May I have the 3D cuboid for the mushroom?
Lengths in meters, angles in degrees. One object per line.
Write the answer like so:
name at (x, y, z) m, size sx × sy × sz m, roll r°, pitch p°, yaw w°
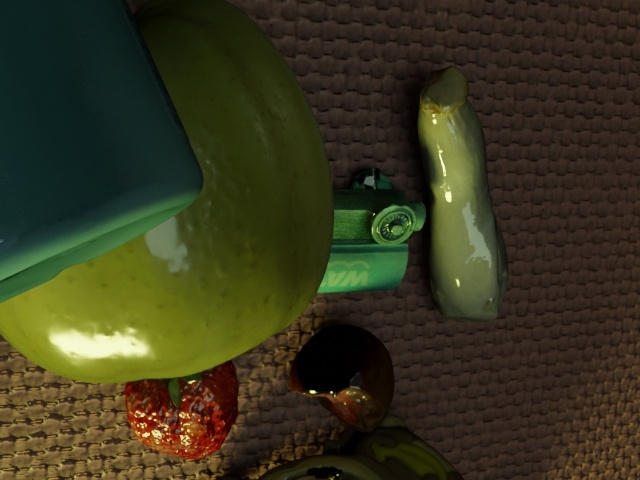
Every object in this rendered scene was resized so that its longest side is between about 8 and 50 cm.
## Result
mushroom at (0.170, -0.039, 1.002) m, size 0.097 × 0.109 × 0.352 m, roll -3°, pitch 116°, yaw 22°

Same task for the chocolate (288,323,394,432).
chocolate at (0.030, 0.176, 1.004) m, size 0.127 × 0.124 × 0.133 m, roll -30°, pitch 146°, yaw -14°

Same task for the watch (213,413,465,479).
watch at (0.036, 0.444, 1.022) m, size 0.335 × 0.314 × 0.327 m, roll -26°, pitch 127°, yaw -25°

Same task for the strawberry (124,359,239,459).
strawberry at (-0.154, 0.189, 0.927) m, size 0.131 × 0.131 × 0.148 m, roll -9°, pitch 101°, yaw -20°

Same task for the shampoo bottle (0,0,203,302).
shampoo bottle at (-0.285, -0.114, 0.510) m, size 0.331 × 0.331 × 0.343 m, roll -27°, pitch 94°, yaw -13°

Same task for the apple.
apple at (-0.180, -0.048, 0.808) m, size 0.320 × 0.311 × 0.361 m, roll -26°, pitch 114°, yaw -44°

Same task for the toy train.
toy train at (0.000, 0.000, 0.956) m, size 0.248 × 0.101 × 0.159 m, roll 1°, pitch 121°, yaw -22°
